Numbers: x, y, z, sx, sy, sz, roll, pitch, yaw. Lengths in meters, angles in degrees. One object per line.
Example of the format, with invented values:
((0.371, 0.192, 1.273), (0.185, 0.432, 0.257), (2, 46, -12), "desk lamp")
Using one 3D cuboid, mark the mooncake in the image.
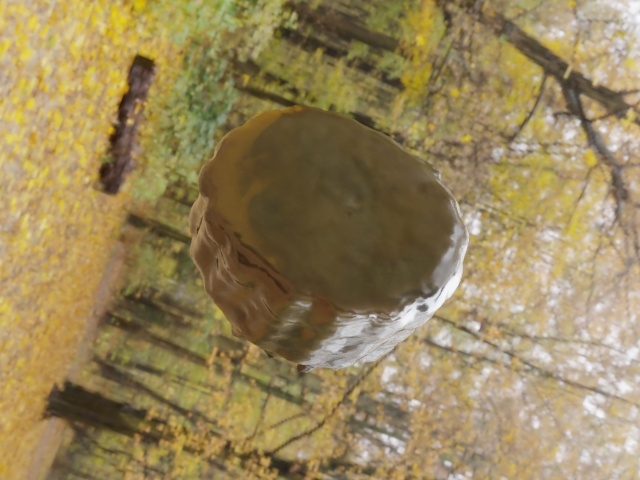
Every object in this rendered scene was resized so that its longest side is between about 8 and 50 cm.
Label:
((0.000, 0.000, 0.738), (0.124, 0.228, 0.228), (120, -11, -48), "mooncake")
